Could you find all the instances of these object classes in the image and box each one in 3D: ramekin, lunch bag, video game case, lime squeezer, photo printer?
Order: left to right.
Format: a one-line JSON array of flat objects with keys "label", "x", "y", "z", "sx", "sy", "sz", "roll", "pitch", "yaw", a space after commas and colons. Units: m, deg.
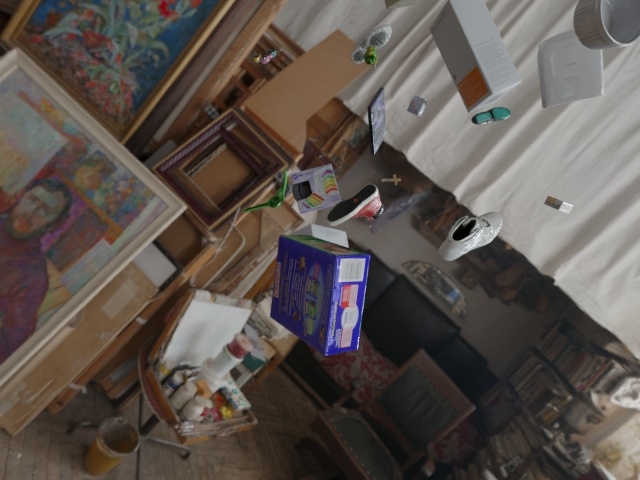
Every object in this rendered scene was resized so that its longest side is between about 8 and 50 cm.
[{"label": "lime squeezer", "x": -0.199, "y": -0.196, "z": 1.808, "sx": 0.110, "sy": 0.310, "sz": 0.059, "roll": 30, "pitch": 44, "yaw": -28}, {"label": "video game case", "x": 0.291, "y": -0.607, "z": 2.165, "sx": 0.026, "sy": 0.196, "sz": 0.274, "roll": 12, "pitch": -39, "yaw": 23}, {"label": "lunch bag", "x": 0.480, "y": -0.663, "z": 2.087, "sx": 0.071, "sy": 0.083, "sz": 0.053, "roll": 32, "pitch": 24, "yaw": 29}, {"label": "photo printer", "x": 1.134, "y": -0.787, "z": 1.924, "sx": 0.107, "sy": 0.255, "sz": 0.308, "roll": -47, "pitch": 125, "yaw": -58}, {"label": "ramekin", "x": 0.873, "y": -0.684, "z": 1.282, "sx": 0.207, "sy": 0.207, "sz": 0.109, "roll": 38, "pitch": -5, "yaw": -20}]

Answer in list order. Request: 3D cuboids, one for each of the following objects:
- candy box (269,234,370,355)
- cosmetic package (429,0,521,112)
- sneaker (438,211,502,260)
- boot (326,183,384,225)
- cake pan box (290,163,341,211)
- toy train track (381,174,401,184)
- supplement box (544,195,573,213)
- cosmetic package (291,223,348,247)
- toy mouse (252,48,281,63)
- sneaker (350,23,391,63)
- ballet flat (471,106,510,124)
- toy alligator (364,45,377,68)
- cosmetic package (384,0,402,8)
[{"label": "candy box", "x": -0.015, "y": 0.138, "z": 1.210, "sx": 0.122, "sy": 0.268, "sz": 0.317, "roll": 2, "pitch": 9, "yaw": -35}, {"label": "cosmetic package", "x": 0.693, "y": -0.848, "z": 1.922, "sx": 0.230, "sy": 0.161, "sz": 0.454, "roll": 143, "pitch": -77, "yaw": -81}, {"label": "sneaker", "x": 0.581, "y": -0.042, "z": 1.566, "sx": 0.108, "sy": 0.292, "sz": 0.169, "roll": 52, "pitch": -14, "yaw": 22}, {"label": "boot", "x": 0.151, "y": -0.106, "z": 1.758, "sx": 0.088, "sy": 0.244, "sz": 0.176, "roll": 56, "pitch": -1, "yaw": 38}, {"label": "cake pan box", "x": -0.032, "y": -0.303, "z": 2.498, "sx": 0.070, "sy": 0.266, "sz": 0.246, "roll": 68, "pitch": 9, "yaw": -74}, {"label": "toy train track", "x": 0.291, "y": -0.248, "z": 1.751, "sx": 0.014, "sy": 0.083, "sz": 0.048, "roll": 121, "pitch": -36, "yaw": -69}, {"label": "supplement box", "x": 0.897, "y": -0.135, "z": 1.596, "sx": 0.098, "sy": 0.036, "sz": 0.062, "roll": 8, "pitch": 21, "yaw": -39}, {"label": "cosmetic package", "x": 0.000, "y": 0.000, "z": 1.748, "sx": 0.231, "sy": 0.117, "sz": 0.086, "roll": 14, "pitch": 60, "yaw": -50}, {"label": "toy mouse", "x": -0.240, "y": -0.833, "z": 1.921, "sx": 0.161, "sy": 0.143, "sz": 0.031, "roll": -87, "pitch": 163, "yaw": -51}, {"label": "sneaker", "x": 0.234, "y": -0.948, "z": 1.996, "sx": 0.090, "sy": 0.232, "sz": 0.115, "roll": 31, "pitch": 49, "yaw": -36}, {"label": "ballet flat", "x": 0.841, "y": -0.617, "z": 2.107, "sx": 0.074, "sy": 0.203, "sz": 0.074, "roll": 165, "pitch": -90, "yaw": -80}, {"label": "toy alligator", "x": 0.215, "y": -0.788, "z": 1.840, "sx": 0.056, "sy": 0.051, "sz": 0.190, "roll": 48, "pitch": 34, "yaw": -38}, {"label": "cosmetic package", "x": 0.381, "y": -0.951, "z": 1.512, "sx": 0.309, "sy": 0.160, "sz": 0.113, "roll": 6, "pitch": -64, "yaw": 54}]
